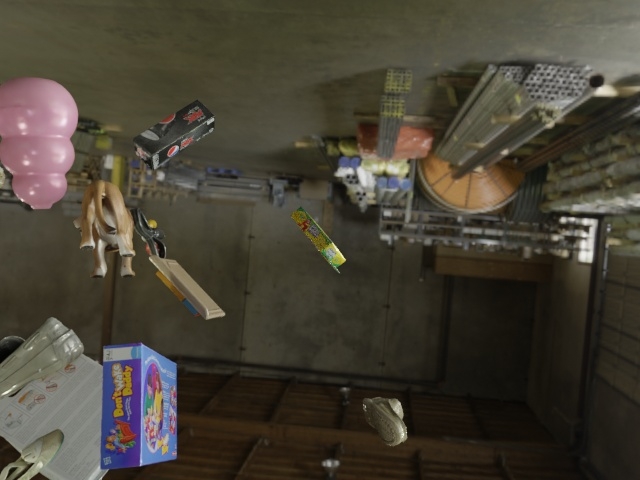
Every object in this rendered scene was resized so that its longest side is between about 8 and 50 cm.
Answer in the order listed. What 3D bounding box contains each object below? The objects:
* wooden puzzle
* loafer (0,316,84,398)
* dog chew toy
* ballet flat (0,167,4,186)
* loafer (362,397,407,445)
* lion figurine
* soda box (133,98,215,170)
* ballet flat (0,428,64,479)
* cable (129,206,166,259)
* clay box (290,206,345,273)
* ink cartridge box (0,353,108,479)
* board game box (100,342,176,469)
[{"bbox_3d":[-0.366,0.135,1.565,0.221,0.044,0.238,46,175,6],"label":"wooden puzzle"},{"bbox_3d":[-0.646,0.256,1.217,0.319,0.111,0.112,-27,-170,17],"label":"loafer"},{"bbox_3d":[-0.739,-0.248,1.495,0.207,0.332,0.206,-2,-175,0],"label":"dog chew toy"},{"bbox_3d":[-0.726,-0.163,1.169,0.077,0.091,0.241,15,161,21],"label":"ballet flat"},{"bbox_3d":[0.191,0.492,1.607,0.092,0.102,0.268,-15,-176,-11],"label":"loafer"},{"bbox_3d":[-0.509,-0.052,1.365,0.142,0.240,0.392,-1,161,-25],"label":"lion figurine"},{"bbox_3d":[-0.300,-0.220,1.182,0.060,0.169,0.053,44,152,10],"label":"soda box"},{"bbox_3d":[-0.576,0.437,1.122,0.057,0.168,0.052,43,-178,41],"label":"ballet flat"},{"bbox_3d":[-0.514,-0.010,1.670,0.072,0.139,0.287,-7,172,1],"label":"cable"},{"bbox_3d":[0.000,0.000,1.829,0.222,0.053,0.127,49,179,36],"label":"clay box"},{"bbox_3d":[-0.716,0.489,1.618,0.385,0.091,0.308,27,-135,10],"label":"ink cartridge box"},{"bbox_3d":[-0.391,0.372,1.266,0.078,0.233,0.347,-4,161,-4],"label":"board game box"}]
